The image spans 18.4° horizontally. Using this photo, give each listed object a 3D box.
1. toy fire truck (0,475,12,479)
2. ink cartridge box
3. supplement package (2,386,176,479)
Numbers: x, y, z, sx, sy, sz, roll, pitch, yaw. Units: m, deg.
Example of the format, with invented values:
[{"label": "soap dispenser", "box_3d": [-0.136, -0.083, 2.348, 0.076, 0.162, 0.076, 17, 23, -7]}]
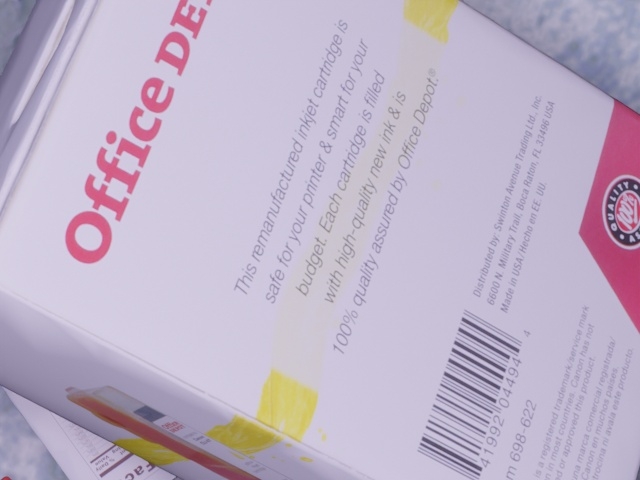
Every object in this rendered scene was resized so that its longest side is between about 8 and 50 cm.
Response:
[{"label": "toy fire truck", "box_3d": [-0.210, 0.223, 1.226, 0.135, 0.047, 0.192, -42, 66, -13]}, {"label": "ink cartridge box", "box_3d": [0.000, 0.000, 1.086, 0.384, 0.160, 0.279, 30, 64, -21]}, {"label": "supplement package", "box_3d": [-0.145, 0.031, 1.203, 0.139, 0.134, 0.244, -35, 93, -1]}]
